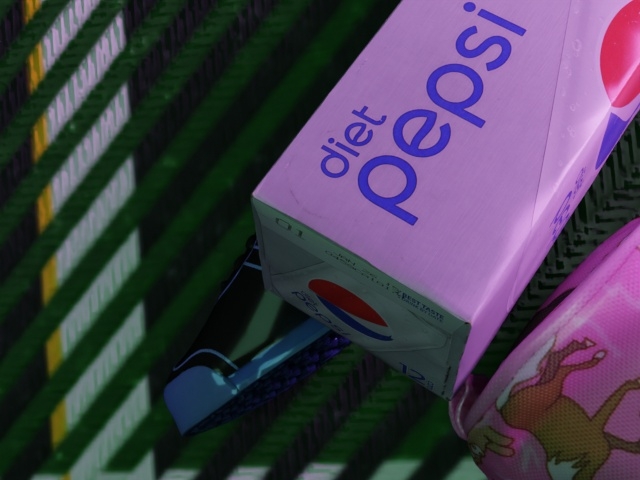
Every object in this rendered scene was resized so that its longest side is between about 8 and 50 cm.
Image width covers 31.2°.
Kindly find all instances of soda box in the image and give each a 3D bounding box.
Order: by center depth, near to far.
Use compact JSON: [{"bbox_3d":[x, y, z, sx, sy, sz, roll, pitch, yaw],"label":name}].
[{"bbox_3d":[0.092,-0.081,0.487,0.098,0.091,0.286,31,69,15],"label":"soda box"}]

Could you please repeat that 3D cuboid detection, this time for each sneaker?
[{"bbox_3d":[0.000,0.000,0.581,0.232,0.081,0.090,-40,75,4],"label":"sneaker"}]

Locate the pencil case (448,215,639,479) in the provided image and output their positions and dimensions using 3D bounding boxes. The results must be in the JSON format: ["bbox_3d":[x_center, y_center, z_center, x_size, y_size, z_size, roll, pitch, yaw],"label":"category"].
[{"bbox_3d":[0.238,0.143,0.464,0.386,0.160,0.167,43,64,14],"label":"pencil case"}]
